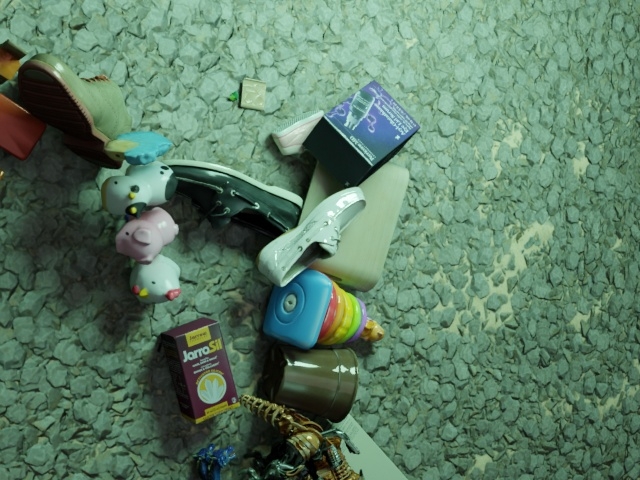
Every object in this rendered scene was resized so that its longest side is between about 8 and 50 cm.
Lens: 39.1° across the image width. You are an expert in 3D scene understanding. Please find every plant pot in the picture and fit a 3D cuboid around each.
[{"bbox_3d":[-0.028,0.298,1.933,0.165,0.167,0.167,13,85,-23],"label":"plant pot"}]

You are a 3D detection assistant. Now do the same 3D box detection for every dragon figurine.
[{"bbox_3d":[-0.264,0.550,1.839,0.289,0.085,0.144,-47,112,-25],"label":"dragon figurine"}]

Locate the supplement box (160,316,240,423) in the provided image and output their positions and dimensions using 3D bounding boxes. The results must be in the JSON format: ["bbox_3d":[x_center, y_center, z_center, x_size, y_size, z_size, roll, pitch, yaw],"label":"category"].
[{"bbox_3d":[-0.245,0.263,1.840,0.104,0.081,0.188,-18,101,-29],"label":"supplement box"}]

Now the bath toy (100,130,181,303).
[{"bbox_3d":[-0.326,-0.023,1.696,0.151,0.129,0.348,-17,122,-27],"label":"bath toy"}]

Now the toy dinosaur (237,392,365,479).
[{"bbox_3d":[-0.046,0.446,1.888,0.218,0.164,0.322,-43,74,13],"label":"toy dinosaur"}]

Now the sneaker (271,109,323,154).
[{"bbox_3d":[-0.042,-0.231,1.959,0.134,0.051,0.070,-33,115,-27],"label":"sneaker"}]

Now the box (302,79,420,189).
[{"bbox_3d":[0.089,-0.226,1.943,0.153,0.108,0.207,45,49,3],"label":"box"}]

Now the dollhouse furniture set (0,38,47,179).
[{"bbox_3d":[-0.607,-0.241,1.570,0.259,0.135,0.262,34,75,-27],"label":"dollhouse furniture set"}]

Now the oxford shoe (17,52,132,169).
[{"bbox_3d":[-0.429,-0.253,1.608,0.123,0.348,0.130,16,73,10],"label":"oxford shoe"}]

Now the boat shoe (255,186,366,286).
[{"bbox_3d":[0.000,0.000,1.872,0.277,0.096,0.098,-39,148,-10],"label":"boat shoe"}]

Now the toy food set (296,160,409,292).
[{"bbox_3d":[0.053,-0.059,2.011,0.219,0.092,0.306,19,81,-18],"label":"toy food set"}]

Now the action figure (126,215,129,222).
[{"bbox_3d":[-0.374,-0.071,1.780,0.038,0.030,0.115,3,86,-36],"label":"action figure"}]

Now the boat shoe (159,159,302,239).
[{"bbox_3d":[-0.188,-0.071,1.834,0.340,0.127,0.113,19,71,-39],"label":"boat shoe"}]

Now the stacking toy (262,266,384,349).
[{"bbox_3d":[0.039,0.171,1.981,0.302,0.175,0.166,22,84,-41],"label":"stacking toy"}]

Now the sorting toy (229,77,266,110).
[{"bbox_3d":[-0.154,-0.311,1.908,0.083,0.012,0.062,5,95,-34],"label":"sorting toy"}]

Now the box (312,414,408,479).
[{"bbox_3d":[0.086,0.506,2.028,0.275,0.113,0.094,50,60,-21],"label":"box"}]
